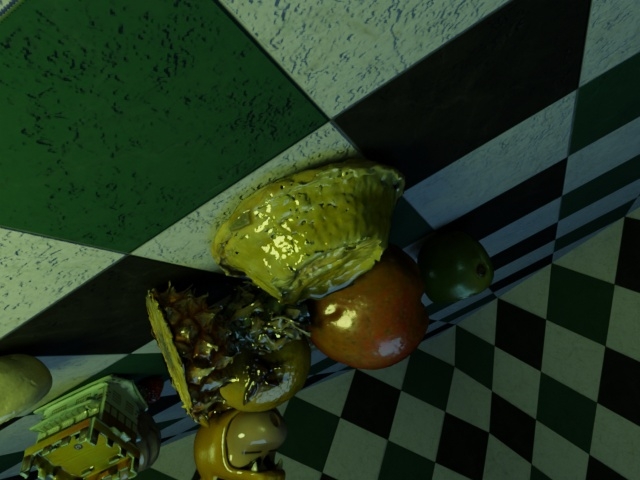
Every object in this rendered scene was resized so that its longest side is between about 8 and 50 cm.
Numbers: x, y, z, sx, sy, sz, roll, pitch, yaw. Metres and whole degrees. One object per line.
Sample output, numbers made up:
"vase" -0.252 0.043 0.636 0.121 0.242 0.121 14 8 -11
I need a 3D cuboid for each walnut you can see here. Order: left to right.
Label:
"walnut" -0.591 0.583 1.443 0.249 0.248 0.248 -22 159 -9

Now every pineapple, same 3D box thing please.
"pineapple" -0.148 0.163 0.917 0.272 0.262 0.262 -19 159 -26

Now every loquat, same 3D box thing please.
"loquat" -0.134 0.262 1.094 0.244 0.243 0.244 -22 159 -9

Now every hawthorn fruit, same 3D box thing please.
"hawthorn fruit" 0.066 0.133 1.040 0.299 0.276 0.277 -9 159 0

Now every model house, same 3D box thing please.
"model house" -0.557 0.464 1.207 0.224 0.215 0.198 -27 128 4

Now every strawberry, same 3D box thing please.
"strawberry" -0.470 0.418 1.407 0.073 0.073 0.083 -36 170 27

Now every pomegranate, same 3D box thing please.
"pomegranate" 0.343 0.050 1.324 0.190 0.159 0.241 -22 -171 17

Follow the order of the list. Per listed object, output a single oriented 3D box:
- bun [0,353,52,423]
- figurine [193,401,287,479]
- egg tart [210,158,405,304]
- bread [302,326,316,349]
"bun" -0.551 0.252 0.832 0.167 0.113 0.173 -28 -177 21
"figurine" -0.245 0.461 1.327 0.268 0.386 0.401 1 156 -23
"egg tart" 0.000 0.000 0.826 0.346 0.132 0.345 -22 157 -10
"bread" -0.071 0.251 1.353 0.148 0.133 0.141 -12 163 -1
